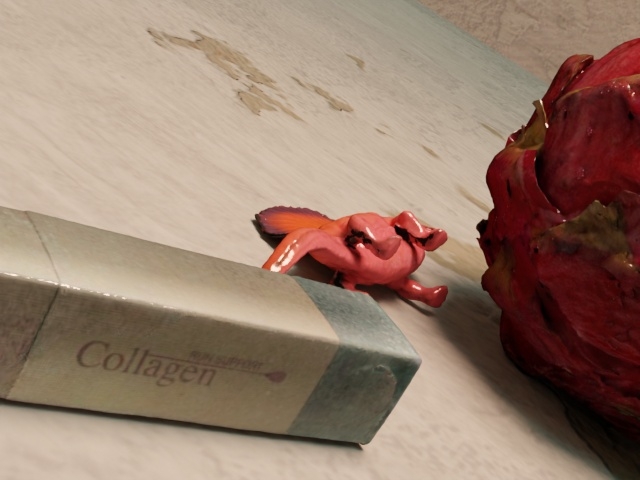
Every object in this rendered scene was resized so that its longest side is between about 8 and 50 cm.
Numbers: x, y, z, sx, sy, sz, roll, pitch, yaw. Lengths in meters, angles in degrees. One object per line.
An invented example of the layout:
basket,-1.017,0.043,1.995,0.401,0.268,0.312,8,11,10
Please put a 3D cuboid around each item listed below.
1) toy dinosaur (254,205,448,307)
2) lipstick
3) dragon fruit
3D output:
toy dinosaur,-0.003,-0.003,0.809,0.139,0.070,0.286,30,19,31
lipstick,-0.092,0.040,0.535,0.317,0.066,0.068,16,24,-38
dragon fruit,0.274,-0.004,0.841,0.329,0.329,0.329,28,19,-10
